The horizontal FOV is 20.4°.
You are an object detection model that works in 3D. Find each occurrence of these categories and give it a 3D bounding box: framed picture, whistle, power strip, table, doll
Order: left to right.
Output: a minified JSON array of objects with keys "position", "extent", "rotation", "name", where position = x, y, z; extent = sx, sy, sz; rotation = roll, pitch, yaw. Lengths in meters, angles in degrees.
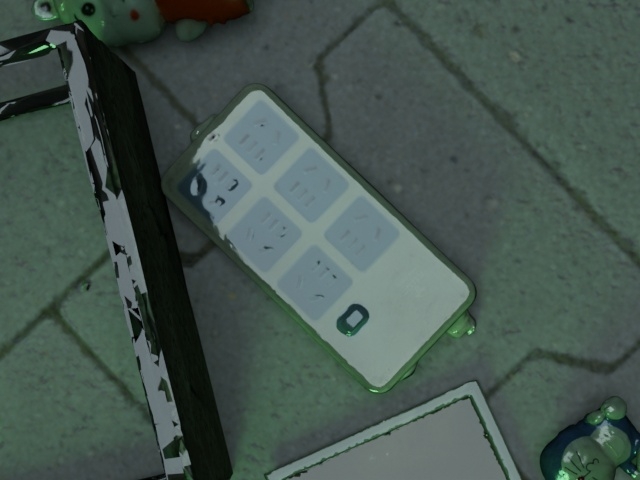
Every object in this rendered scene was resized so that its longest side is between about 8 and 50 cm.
[{"position":[-0.245,0.051,1.311],"extent":[0.272,0.222,0.335],"rotation":[-14,85,3],"name":"table"},{"position":[-0.103,-0.211,1.380],"extent":[0.253,0.106,0.101],"rotation":[-15,126,2],"name":"whistle"},{"position":[0.000,0.000,1.385],"extent":[0.270,0.046,0.118],"rotation":[44,90,4],"name":"power strip"},{"position":[0.068,0.209,1.385],"extent":[0.183,0.011,0.142],"rotation":[-25,85,2],"name":"framed picture"},{"position":[0.210,0.165,1.359],"extent":[0.083,0.050,0.076],"rotation":[-39,103,-1],"name":"doll"}]
